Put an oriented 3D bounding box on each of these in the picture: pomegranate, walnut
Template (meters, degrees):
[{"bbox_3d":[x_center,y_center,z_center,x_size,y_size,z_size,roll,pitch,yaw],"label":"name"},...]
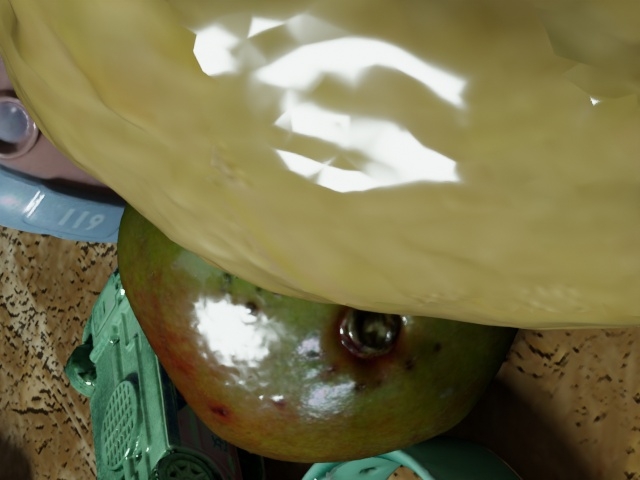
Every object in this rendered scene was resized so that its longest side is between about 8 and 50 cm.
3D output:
[{"bbox_3d":[0.000,0.000,0.850,0.209,0.180,0.180,-104,30,-66],"label":"pomegranate"},{"bbox_3d":[0.075,-0.140,0.611,0.383,0.383,0.383,-1,89,50],"label":"walnut"}]

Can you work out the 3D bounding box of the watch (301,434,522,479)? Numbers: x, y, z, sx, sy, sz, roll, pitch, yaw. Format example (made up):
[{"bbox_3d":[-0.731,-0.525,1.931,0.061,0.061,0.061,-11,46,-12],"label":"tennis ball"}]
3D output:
[{"bbox_3d":[0.040,0.207,0.862,0.195,0.068,0.237,7,94,51],"label":"watch"}]

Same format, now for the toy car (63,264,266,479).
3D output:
[{"bbox_3d":[-0.077,0.104,0.997,0.090,0.076,0.224,-57,33,37],"label":"toy car"}]

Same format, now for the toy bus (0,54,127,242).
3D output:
[{"bbox_3d":[-0.156,-0.151,1.017,0.232,0.197,0.294,-54,49,21],"label":"toy bus"}]
